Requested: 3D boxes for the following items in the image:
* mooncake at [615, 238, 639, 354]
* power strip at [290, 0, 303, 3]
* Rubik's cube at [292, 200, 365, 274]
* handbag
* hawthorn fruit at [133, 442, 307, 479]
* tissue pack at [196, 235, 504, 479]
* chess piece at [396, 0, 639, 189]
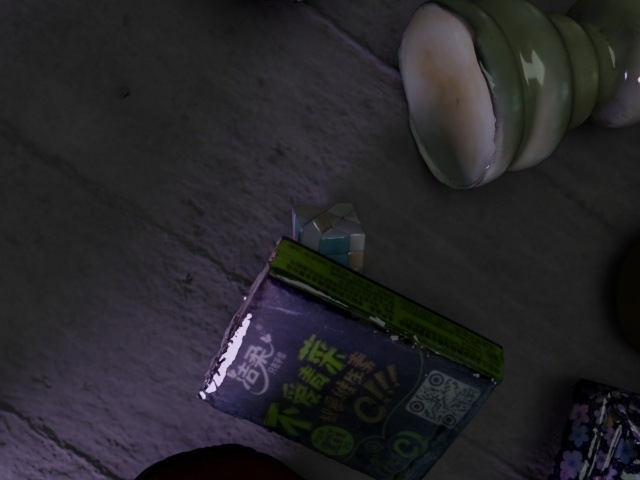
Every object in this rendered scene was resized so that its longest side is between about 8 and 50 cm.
[{"bbox_3d":[0.431,0.062,0.714,0.234,0.117,0.235,1,87,-11],"label":"mooncake"},{"bbox_3d":[0.077,-0.343,0.704,0.387,0.066,0.092,-29,80,-9],"label":"power strip"},{"bbox_3d":[0.000,0.003,0.679,0.073,0.084,0.075,-6,108,-11],"label":"Rubik's cube"},{"bbox_3d":[0.315,0.261,0.690,0.228,0.127,0.208,22,85,-15],"label":"handbag"},{"bbox_3d":[-0.053,0.286,0.578,0.215,0.249,0.216,-5,98,-37],"label":"hawthorn fruit"},{"bbox_3d":[0.026,0.121,0.650,0.235,0.073,0.174,26,117,-6],"label":"tissue pack"},{"bbox_3d":[0.260,-0.172,0.677,0.330,0.182,0.183,-16,91,-13],"label":"chess piece"}]
